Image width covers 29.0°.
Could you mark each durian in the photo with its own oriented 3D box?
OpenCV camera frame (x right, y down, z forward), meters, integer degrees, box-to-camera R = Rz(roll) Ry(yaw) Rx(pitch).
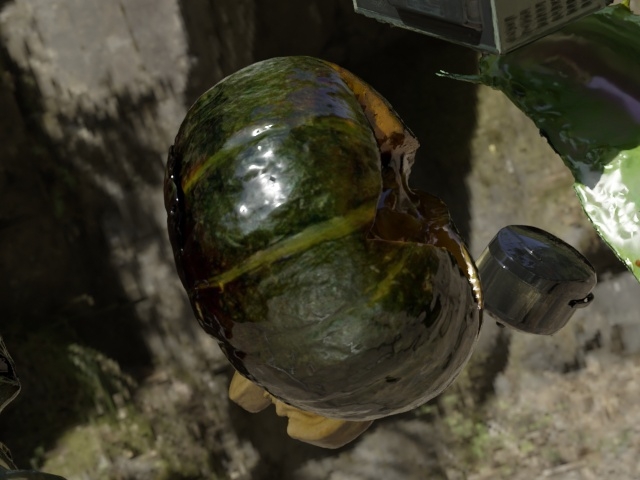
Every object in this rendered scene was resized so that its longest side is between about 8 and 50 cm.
[{"bbox_3d":[0.287,-0.107,1.181,0.169,0.355,0.157,-22,-33,-24],"label":"durian"}]

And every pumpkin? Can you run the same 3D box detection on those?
[{"bbox_3d":[-0.002,0.002,0.776,0.159,0.238,0.238,-33,7,20],"label":"pumpkin"}]

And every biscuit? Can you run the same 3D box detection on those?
[{"bbox_3d":[0.008,0.093,1.066,0.319,0.047,0.183,-19,40,59],"label":"biscuit"}]

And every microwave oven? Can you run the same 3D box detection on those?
[{"bbox_3d":[0.137,-0.252,1.108,0.163,0.129,0.205,-28,33,-24],"label":"microwave oven"}]

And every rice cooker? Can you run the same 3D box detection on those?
[{"bbox_3d":[0.235,0.046,1.377,0.165,0.112,0.106,16,-65,-53],"label":"rice cooker"}]

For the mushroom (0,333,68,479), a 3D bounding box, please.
[{"bbox_3d":[-0.242,0.107,0.706,0.130,0.247,0.344,-40,33,-3],"label":"mushroom"}]
